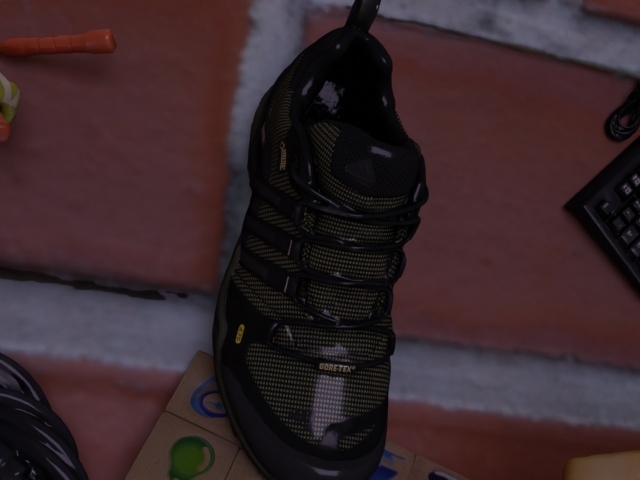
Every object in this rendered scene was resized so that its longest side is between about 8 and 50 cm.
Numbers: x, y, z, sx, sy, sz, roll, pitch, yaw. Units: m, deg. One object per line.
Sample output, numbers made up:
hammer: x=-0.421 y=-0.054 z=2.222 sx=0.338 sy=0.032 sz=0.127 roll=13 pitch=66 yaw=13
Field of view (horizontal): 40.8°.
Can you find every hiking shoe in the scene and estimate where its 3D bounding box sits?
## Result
hiking shoe: x=0.000 y=0.000 z=0.390 sx=0.086 sy=0.114 sz=0.226 roll=4 pitch=67 yaw=-13

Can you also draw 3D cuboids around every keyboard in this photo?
keyboard: x=0.225 y=-0.056 z=0.527 sx=0.180 sy=0.023 sz=0.108 roll=-39 pitch=88 yaw=-22

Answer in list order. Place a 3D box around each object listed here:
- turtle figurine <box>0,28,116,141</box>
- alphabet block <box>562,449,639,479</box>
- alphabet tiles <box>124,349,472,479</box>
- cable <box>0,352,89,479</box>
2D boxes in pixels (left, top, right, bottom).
turtle figurine: x=-0.221 y=-0.043 z=0.346 sx=0.270 sy=0.087 sz=0.217 roll=4 pitch=65 yaw=-17
alphabet block: x=0.211 y=0.196 z=0.311 sx=0.193 sy=0.193 sz=0.197 roll=43 pitch=45 yaw=-35
alphabet tiles: x=0.016 y=0.167 z=0.354 sx=0.237 sy=0.009 sz=0.198 roll=26 pitch=44 yaw=0
cable: x=-0.180 y=0.111 z=0.360 sx=0.185 sy=0.047 sz=0.150 roll=8 pitch=69 yaw=-9
